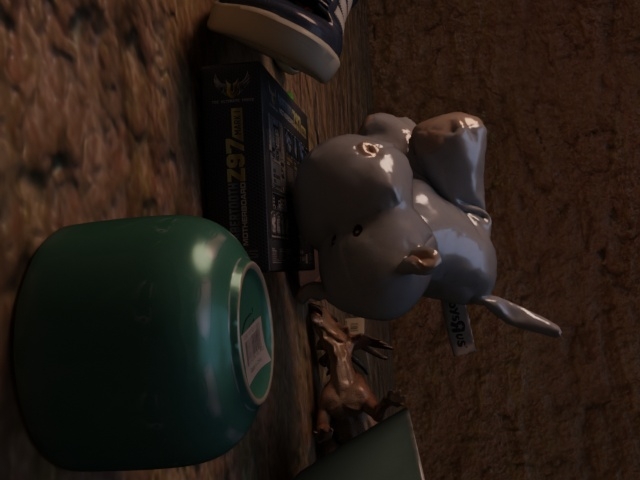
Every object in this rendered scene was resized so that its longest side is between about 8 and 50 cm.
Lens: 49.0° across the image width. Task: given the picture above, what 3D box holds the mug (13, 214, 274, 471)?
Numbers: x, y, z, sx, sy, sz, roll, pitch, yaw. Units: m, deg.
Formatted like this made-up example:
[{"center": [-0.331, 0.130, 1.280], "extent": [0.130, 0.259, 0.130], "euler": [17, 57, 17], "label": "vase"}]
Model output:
[{"center": [-0.079, 0.040, 0.375], "extent": [0.129, 0.097, 0.157], "euler": [73, 15, -53], "label": "mug"}]

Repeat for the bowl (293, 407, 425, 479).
[{"center": [0.053, 0.350, 0.748], "extent": [0.311, 0.163, 0.311], "euler": [-14, 90, -85], "label": "bowl"}]

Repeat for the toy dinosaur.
[{"center": [0.051, 0.251, 1.038], "extent": [0.200, 0.127, 0.295], "euler": [-90, 178, -70], "label": "toy dinosaur"}]

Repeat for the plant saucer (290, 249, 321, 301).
[{"center": [0.000, 0.000, 0.968], "extent": [0.168, 0.029, 0.168], "euler": [-43, 140, -52], "label": "plant saucer"}]

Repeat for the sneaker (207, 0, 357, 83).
[{"center": [-0.018, -0.257, 0.695], "extent": [0.148, 0.131, 0.350], "euler": [-62, -168, 18], "label": "sneaker"}]

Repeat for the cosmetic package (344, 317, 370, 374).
[{"center": [0.077, 0.219, 1.447], "extent": [0.060, 0.041, 0.115], "euler": [-84, 166, -53], "label": "cosmetic package"}]

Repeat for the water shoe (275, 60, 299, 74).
[{"center": [-0.032, -0.297, 0.917], "extent": [0.203, 0.080, 0.073], "euler": [71, 17, -57], "label": "water shoe"}]

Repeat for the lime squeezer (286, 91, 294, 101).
[{"center": [-0.013, -0.064, 1.058], "extent": [0.110, 0.059, 0.310], "euler": [52, -14, 42], "label": "lime squeezer"}]

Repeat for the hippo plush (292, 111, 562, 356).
[{"center": [0.056, 0.006, 0.724], "extent": [0.236, 0.234, 0.294], "euler": [-13, 84, -51], "label": "hippo plush"}]

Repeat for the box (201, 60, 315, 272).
[{"center": [-0.055, -0.058, 0.704], "extent": [0.233, 0.059, 0.183], "euler": [8, 79, -81], "label": "box"}]
